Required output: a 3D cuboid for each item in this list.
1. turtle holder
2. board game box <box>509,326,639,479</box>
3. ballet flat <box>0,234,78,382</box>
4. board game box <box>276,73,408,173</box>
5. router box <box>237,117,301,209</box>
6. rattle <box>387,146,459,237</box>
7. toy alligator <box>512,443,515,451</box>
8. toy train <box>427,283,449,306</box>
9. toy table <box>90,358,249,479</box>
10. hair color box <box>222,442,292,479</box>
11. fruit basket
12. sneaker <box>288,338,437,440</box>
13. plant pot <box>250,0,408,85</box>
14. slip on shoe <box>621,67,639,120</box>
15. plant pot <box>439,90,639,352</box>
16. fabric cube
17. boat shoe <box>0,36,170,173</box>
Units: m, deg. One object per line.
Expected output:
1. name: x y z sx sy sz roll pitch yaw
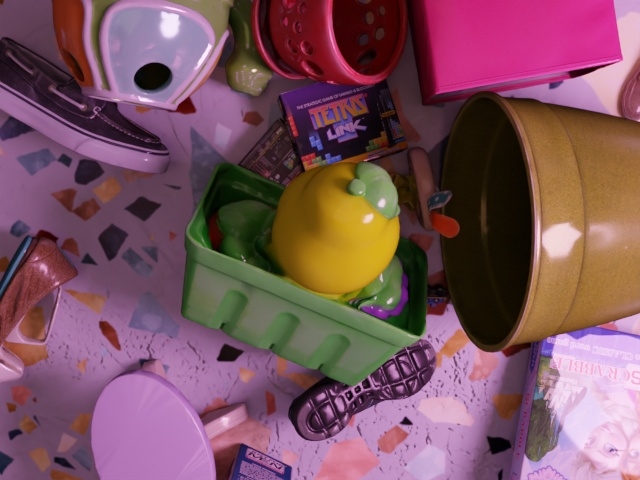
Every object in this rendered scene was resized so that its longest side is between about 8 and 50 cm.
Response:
1. turtle holder: -0.244 -0.311 1.242 0.243 0.320 0.227 11 94 30
2. board game box: 0.480 0.306 1.336 0.318 0.066 0.318 10 84 0
3. ballet flat: -0.514 0.151 1.366 0.124 0.116 0.342 35 93 -22
4. board game box: 0.034 -0.183 1.304 0.170 0.048 0.141 -19 92 -10
5. router box: -0.071 -0.122 1.343 0.092 0.038 0.122 42 96 -4
6. rattle: 0.120 -0.060 1.262 0.142 0.200 0.130 5 125 -5
7. toy alligator: 0.396 0.399 1.394 0.190 0.056 0.051 50 51 2
8. toy train: 0.233 0.093 1.370 0.158 0.027 0.036 3 108 0
9. toy table: -0.247 0.324 1.338 0.252 0.161 0.274 -6 96 4
10. hair color box: -0.129 0.462 1.261 0.105 0.347 0.174 26 97 -2
11. fruit basket: 0.000 0.000 1.197 0.392 0.283 0.392 3 122 5
12. sneaker: 0.063 0.228 1.358 0.267 0.106 0.101 -23 95 -17
13. plant pot: 0.010 -0.324 1.229 0.174 0.191 0.191 9 100 43
14. slip on shoe: 0.519 -0.252 1.311 0.051 0.041 0.135 31 97 -3
15. plant pot: 0.397 -0.033 1.211 0.353 0.366 0.367 -3 97 -10
16. fabric cube: 0.254 -0.348 1.199 0.254 0.259 0.258 -11 95 3
17. boat shoe: -0.378 -0.213 1.297 0.335 0.121 0.119 26 101 0
